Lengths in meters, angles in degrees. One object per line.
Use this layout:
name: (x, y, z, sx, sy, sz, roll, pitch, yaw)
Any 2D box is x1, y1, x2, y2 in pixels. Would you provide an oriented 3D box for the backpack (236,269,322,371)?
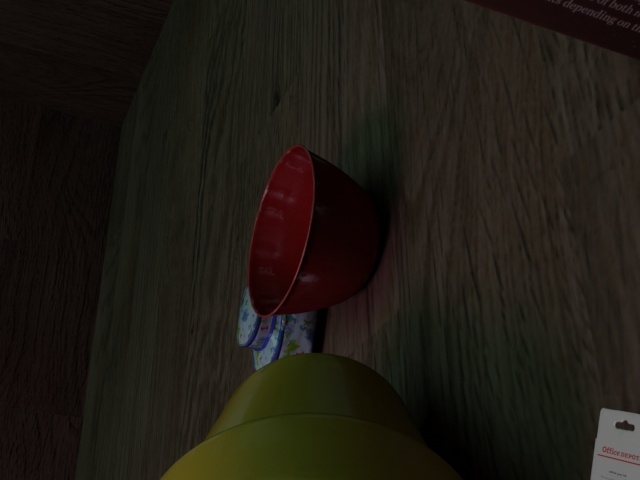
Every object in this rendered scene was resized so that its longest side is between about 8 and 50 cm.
backpack: (-0.049, 0.096, 1.050, 0.105, 0.084, 0.114, 151, 124, -68)

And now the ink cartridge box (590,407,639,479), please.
ink cartridge box: (0.176, 0.139, 0.514, 0.048, 0.028, 0.083, 172, 109, -68)

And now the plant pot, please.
plant pot: (-0.006, 0.209, 0.677, 0.239, 0.254, 0.254, -89, 19, -67)

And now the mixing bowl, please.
mixing bowl: (0.000, 0.000, 0.956, 0.181, 0.098, 0.181, -166, 90, -69)

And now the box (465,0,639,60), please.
box: (0.211, -0.269, 0.433, 0.381, 0.191, 0.143, 131, 145, -51)
